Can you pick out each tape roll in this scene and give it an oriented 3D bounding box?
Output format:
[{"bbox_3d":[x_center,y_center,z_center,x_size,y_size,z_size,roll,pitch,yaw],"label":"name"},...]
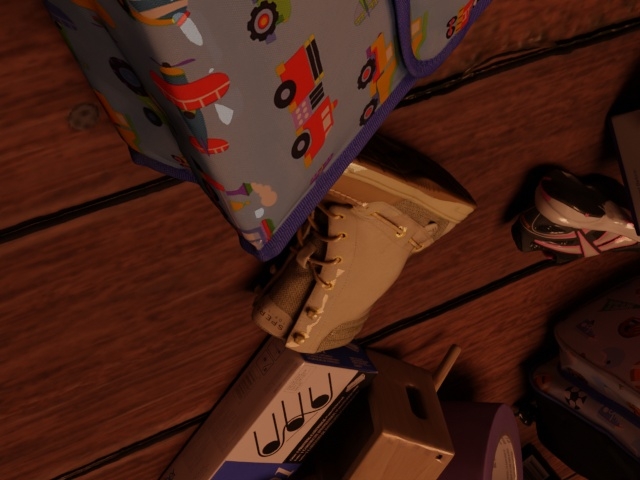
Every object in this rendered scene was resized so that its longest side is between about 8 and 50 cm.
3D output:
[{"bbox_3d":[0.146,0.256,0.957,0.080,0.189,0.189,-3,150,22],"label":"tape roll"}]

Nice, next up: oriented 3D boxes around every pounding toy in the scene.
[{"bbox_3d":[0.067,0.168,0.861,0.100,0.141,0.130,21,117,-18],"label":"pounding toy"}]

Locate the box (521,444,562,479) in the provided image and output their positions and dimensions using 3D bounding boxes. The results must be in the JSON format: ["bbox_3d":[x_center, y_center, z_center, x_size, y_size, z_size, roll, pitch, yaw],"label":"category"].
[{"bbox_3d":[0.219,0.409,1.253,0.261,0.103,0.184,-38,146,-2],"label":"box"}]

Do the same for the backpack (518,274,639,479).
[{"bbox_3d":[0.384,0.151,1.016,0.263,0.276,0.213,-25,128,-23],"label":"backpack"}]

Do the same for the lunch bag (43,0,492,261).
[{"bbox_3d":[0.009,-0.175,0.477,0.293,0.138,0.221,-42,144,-17],"label":"lunch bag"}]

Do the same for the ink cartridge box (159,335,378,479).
[{"bbox_3d":[-0.050,0.166,0.821,0.097,0.046,0.207,17,118,-47],"label":"ink cartridge box"}]

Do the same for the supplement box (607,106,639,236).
[{"bbox_3d":[0.377,-0.087,0.827,0.220,0.114,0.111,-18,94,-27],"label":"supplement box"}]

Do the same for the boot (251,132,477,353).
[{"bbox_3d":[0.000,0.000,0.668,0.165,0.077,0.213,-50,144,18],"label":"boot"}]

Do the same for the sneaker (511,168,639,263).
[{"bbox_3d":[0.236,-0.013,0.869,0.178,0.072,0.077,14,131,-37],"label":"sneaker"}]
